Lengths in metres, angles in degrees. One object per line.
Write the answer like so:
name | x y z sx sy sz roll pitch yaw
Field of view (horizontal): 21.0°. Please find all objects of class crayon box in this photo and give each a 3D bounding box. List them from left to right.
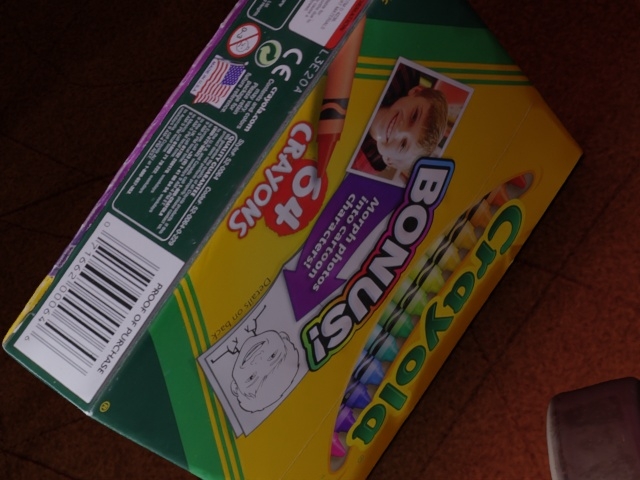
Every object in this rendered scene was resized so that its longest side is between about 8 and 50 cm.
crayon box | 0.000 0.000 1.203 0.106 0.313 0.363 31 84 38

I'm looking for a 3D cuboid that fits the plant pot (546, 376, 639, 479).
plant pot | 0.279 0.182 1.013 0.229 0.263 0.263 -20 60 14
